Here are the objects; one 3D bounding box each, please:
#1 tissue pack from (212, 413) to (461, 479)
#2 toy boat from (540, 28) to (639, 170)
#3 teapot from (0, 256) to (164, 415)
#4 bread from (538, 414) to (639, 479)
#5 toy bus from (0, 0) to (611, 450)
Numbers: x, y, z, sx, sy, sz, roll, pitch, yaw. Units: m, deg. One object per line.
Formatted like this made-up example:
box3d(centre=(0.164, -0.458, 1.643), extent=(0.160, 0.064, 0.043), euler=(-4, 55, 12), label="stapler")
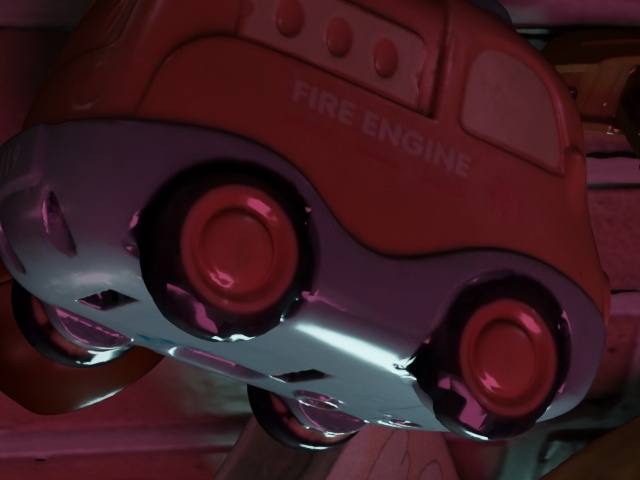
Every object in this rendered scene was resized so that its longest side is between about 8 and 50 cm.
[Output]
box3d(centre=(0.033, 0.211, 1.037), extent=(0.071, 0.170, 0.325), euler=(9, 141, 30), label="tissue pack")
box3d(centre=(0.193, -0.070, 0.887), extent=(0.201, 0.077, 0.057), euler=(5, 130, -17), label="toy boat")
box3d(centre=(-0.133, 0.021, 0.878), extent=(0.173, 0.116, 0.116), euler=(-31, 134, -18), label="teapot")
box3d(centre=(0.274, 0.247, 1.070), extent=(0.321, 0.237, 0.320), euler=(-15, 128, -19), label="bread")
box3d(centre=(-0.002, -0.030, 0.791), extent=(0.288, 0.232, 0.194), euler=(20, 161, -24), label="toy bus")
